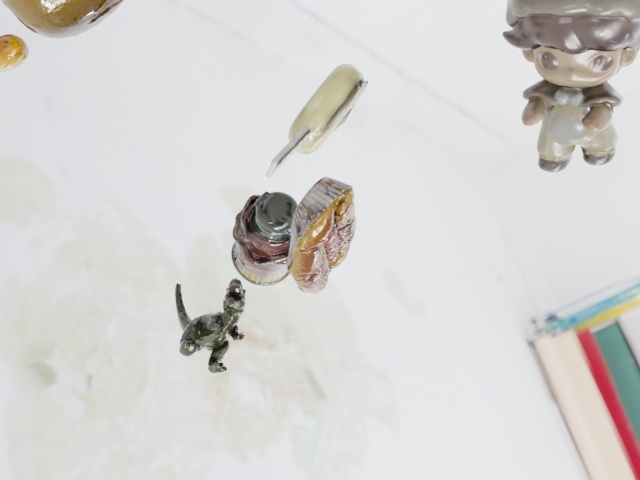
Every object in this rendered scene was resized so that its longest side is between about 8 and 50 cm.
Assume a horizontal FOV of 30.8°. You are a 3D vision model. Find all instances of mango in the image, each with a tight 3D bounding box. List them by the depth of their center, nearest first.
[{"bbox_3d":[-0.474,-0.279,1.753,0.060,0.089,0.046,4,-112,-30],"label":"mango"}]

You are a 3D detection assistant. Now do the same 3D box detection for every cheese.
[{"bbox_3d":[-0.015,-0.154,1.607,0.054,0.127,0.251,35,-141,3],"label":"cheese"}]

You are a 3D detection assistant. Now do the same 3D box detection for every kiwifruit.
[{"bbox_3d":[-0.348,-0.399,1.633,0.196,0.234,0.196,45,-179,-1],"label":"kiwifruit"}]

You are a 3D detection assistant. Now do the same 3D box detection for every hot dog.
[{"bbox_3d":[0.000,0.000,1.878,0.075,0.144,0.268,35,158,14],"label":"hot dog"}]

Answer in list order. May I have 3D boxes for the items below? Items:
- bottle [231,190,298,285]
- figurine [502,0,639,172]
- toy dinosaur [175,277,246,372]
[{"bbox_3d":[-0.097,-0.004,2.258,0.156,0.271,0.143,40,-112,6],"label":"bottle"},{"bbox_3d":[0.390,-0.282,1.738,0.203,0.248,0.380,-56,-33,-50],"label":"figurine"},{"bbox_3d":[-0.157,0.109,1.806,0.087,0.187,0.179,37,-145,-24],"label":"toy dinosaur"}]
